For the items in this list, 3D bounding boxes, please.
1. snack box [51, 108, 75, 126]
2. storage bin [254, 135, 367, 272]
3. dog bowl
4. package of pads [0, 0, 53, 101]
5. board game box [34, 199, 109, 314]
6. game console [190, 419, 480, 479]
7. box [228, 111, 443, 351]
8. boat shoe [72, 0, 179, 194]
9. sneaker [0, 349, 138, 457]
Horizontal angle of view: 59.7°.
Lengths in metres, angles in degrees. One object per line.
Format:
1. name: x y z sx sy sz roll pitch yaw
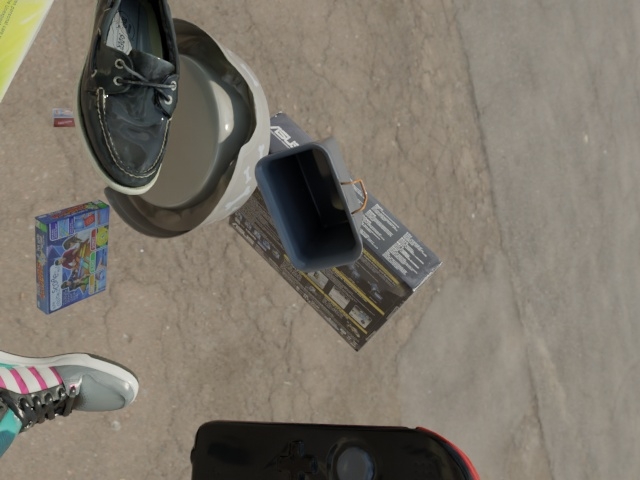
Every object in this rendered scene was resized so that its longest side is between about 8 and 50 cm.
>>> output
1. snack box: -0.439 -0.246 1.114 0.178 0.064 0.022 -6 120 -24
2. storage bin: 0.004 -0.050 0.606 0.091 0.098 0.135 -60 132 -60
3. dog bowl: -0.232 -0.179 0.931 0.102 0.349 0.348 -5 91 -58
4. package of pads: -0.320 -0.227 0.501 0.101 0.296 0.229 21 32 -41
5. board game box: -0.477 0.031 1.076 0.136 0.035 0.201 -28 139 -53
6. game console: -0.006 0.380 0.541 0.060 0.342 0.386 35 53 -58
7. box: 0.000 0.000 1.055 0.395 0.318 0.097 44 61 12
8. boat shoe: -0.247 -0.233 0.756 0.127 0.113 0.340 17 59 -38
9. sneaker: -0.410 0.241 0.764 0.296 0.123 0.178 10 33 -17
